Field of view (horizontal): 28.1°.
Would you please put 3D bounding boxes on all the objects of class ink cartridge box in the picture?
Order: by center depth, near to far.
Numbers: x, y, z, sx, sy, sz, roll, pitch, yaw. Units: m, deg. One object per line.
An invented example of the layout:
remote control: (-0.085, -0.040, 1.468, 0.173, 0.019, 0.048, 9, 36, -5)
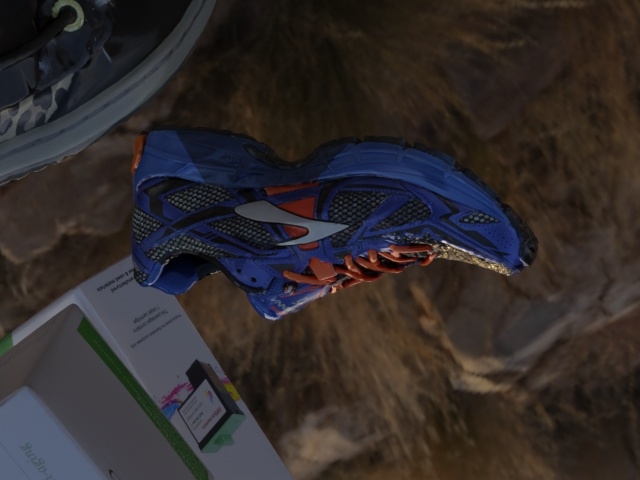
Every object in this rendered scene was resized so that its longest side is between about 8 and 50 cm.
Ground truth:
ink cartridge box: (-0.185, 0.182, 1.216, 0.201, 0.278, 0.117, -32, -179, 34)

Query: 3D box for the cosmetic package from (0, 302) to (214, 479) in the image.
cosmetic package: (-0.178, 0.179, 0.852, 0.155, 0.197, 0.365, -37, -171, -4)

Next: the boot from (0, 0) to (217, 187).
boot: (-0.112, -0.100, 0.332, 0.236, 0.085, 0.179, -46, 145, -38)

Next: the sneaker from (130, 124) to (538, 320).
sneaker: (0.000, 0.000, 0.627, 0.221, 0.087, 0.083, 5, 166, 29)
